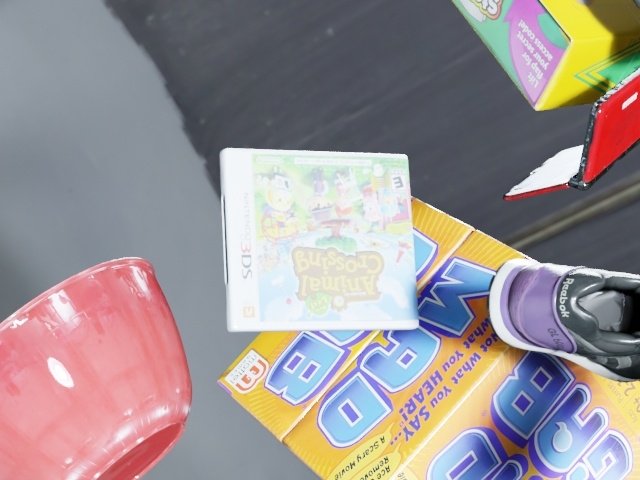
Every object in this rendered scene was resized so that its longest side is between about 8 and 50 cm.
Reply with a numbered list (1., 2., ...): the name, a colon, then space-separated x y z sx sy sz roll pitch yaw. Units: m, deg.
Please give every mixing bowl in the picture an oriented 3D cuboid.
1. mixing bowl: -0.148 0.106 0.815 0.098 0.181 0.181 48 23 14

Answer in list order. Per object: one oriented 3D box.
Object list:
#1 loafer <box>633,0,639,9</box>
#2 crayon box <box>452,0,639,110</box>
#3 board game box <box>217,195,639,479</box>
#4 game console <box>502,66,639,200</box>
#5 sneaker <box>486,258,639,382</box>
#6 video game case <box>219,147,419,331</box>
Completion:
1. loafer: 0.394 -0.253 1.251 0.267 0.096 0.084 -17 54 -43
2. crayon box: 0.279 -0.315 1.425 0.313 0.106 0.363 -9 53 -32
3. board game box: 0.164 0.219 1.668 0.356 0.356 0.356 49 -10 -37
4. game console: 0.246 -0.103 1.226 0.144 0.085 0.124 -35 138 -49
5. sneaker: 0.298 0.081 1.216 0.283 0.124 0.107 9 84 -36
6. video game case: 0.000 0.000 1.372 0.212 0.023 0.193 1 79 -21
